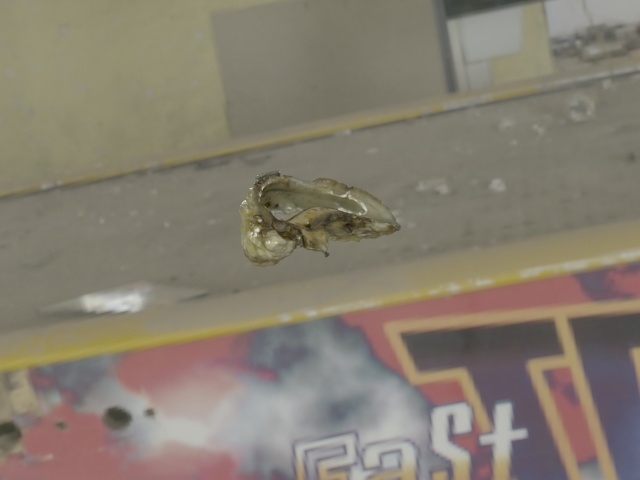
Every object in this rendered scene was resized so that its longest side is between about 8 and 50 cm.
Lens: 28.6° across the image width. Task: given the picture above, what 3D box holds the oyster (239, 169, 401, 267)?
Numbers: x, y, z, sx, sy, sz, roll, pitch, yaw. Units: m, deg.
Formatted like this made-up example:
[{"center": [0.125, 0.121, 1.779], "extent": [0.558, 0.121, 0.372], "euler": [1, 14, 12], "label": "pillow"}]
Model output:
[{"center": [0.000, 0.000, 0.560], "extent": [0.083, 0.038, 0.080], "euler": [15, 19, -22], "label": "oyster"}]
